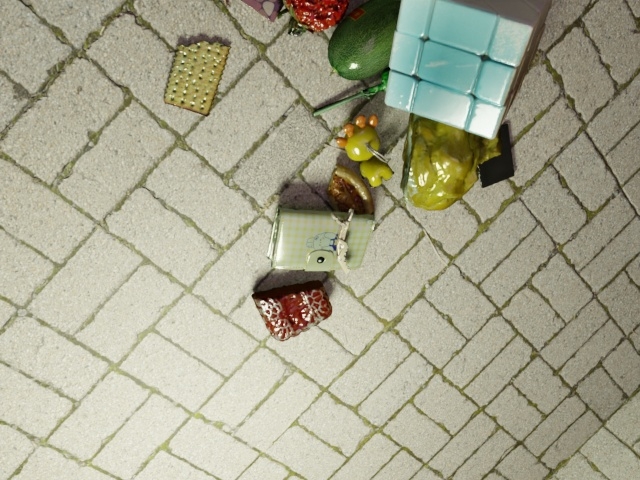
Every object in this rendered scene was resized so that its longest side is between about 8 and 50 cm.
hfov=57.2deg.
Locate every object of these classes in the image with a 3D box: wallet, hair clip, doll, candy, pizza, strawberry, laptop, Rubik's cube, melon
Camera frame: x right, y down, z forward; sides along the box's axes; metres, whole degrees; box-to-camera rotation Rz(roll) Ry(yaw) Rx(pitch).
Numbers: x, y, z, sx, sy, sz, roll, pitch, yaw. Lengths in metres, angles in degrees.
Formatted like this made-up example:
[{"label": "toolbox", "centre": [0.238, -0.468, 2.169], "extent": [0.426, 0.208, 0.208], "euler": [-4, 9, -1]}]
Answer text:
[{"label": "wallet", "centre": [0.000, 0.000, 1.841], "extent": [0.309, 0.077, 0.224], "euler": [5, 117, -16]}, {"label": "hair clip", "centre": [0.062, 0.008, 1.801], "extent": [0.072, 0.034, 0.226], "euler": [-4, 118, -11]}, {"label": "doll", "centre": [0.133, -0.275, 1.767], "extent": [0.142, 0.135, 0.221], "euler": [-31, 131, -3]}, {"label": "candy", "centre": [0.127, -0.433, 1.742], "extent": [0.323, 0.097, 0.097], "euler": [-22, 118, -1]}, {"label": "pizza", "centre": [0.098, -0.124, 1.864], "extent": [0.134, 0.056, 0.271], "euler": [-23, 118, -10]}, {"label": "strawberry", "centre": [0.011, -0.669, 1.571], "extent": [0.188, 0.106, 0.286], "euler": [34, 97, -32]}, {"label": "laptop", "centre": [0.591, -0.286, 1.999], "extent": [0.135, 0.016, 0.197], "euler": [-20, 116, -9]}, {"label": "Rubik's cube", "centre": [0.383, -0.507, 1.522], "extent": [0.321, 0.319, 0.316], "euler": [24, 136, 15]}, {"label": "melon", "centre": [0.132, -0.552, 1.623], "extent": [0.287, 0.182, 0.182], "euler": [-40, 119, -3]}]

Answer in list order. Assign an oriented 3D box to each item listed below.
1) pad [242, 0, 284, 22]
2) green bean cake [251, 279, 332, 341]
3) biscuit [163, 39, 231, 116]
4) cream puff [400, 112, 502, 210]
[{"label": "pad", "centre": [-0.129, -0.725, 1.556], "extent": [0.158, 0.003, 0.235], "euler": [28, 100, -28]}, {"label": "green bean cake", "centre": [-0.086, 0.211, 1.916], "extent": [0.232, 0.097, 0.199], "euler": [-24, 118, -9]}, {"label": "biscuit", "centre": [-0.337, -0.448, 1.590], "extent": [0.143, 0.016, 0.203], "euler": [13, 108, -24]}, {"label": "cream puff", "centre": [0.390, -0.264, 1.742], "extent": [0.275, 0.378, 0.379], "euler": [8, 110, 0]}]
